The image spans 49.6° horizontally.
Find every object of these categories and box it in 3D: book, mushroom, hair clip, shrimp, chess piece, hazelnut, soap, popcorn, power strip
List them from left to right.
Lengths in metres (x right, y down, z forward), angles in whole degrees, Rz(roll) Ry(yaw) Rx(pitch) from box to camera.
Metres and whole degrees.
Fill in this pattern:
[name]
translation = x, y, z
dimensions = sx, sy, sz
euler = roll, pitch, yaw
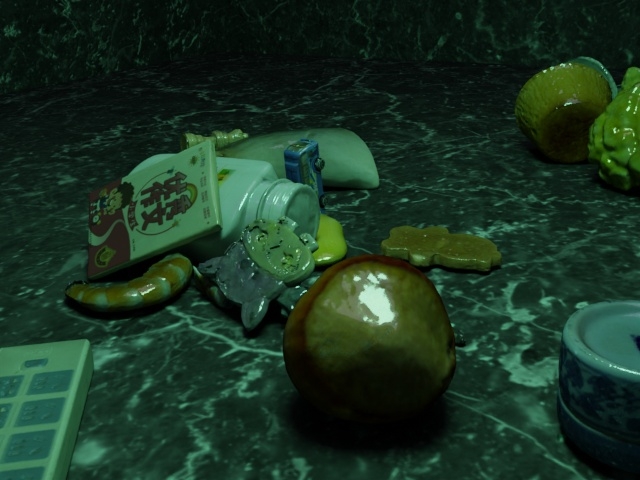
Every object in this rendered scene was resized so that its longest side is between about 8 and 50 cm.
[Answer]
[power strip]
translation = -0.291, 0.194, 0.660
dimensions = 0.106, 0.043, 0.367
euler = -5, 22, -8
[shrimp]
translation = -0.274, 0.061, 0.993
dimensions = 0.166, 0.049, 0.161
euler = -1, 22, 22
[book]
translation = -0.256, -0.046, 1.050
dimensions = 0.231, 0.022, 0.162
euler = -21, 58, 17
[chess piece]
translation = -0.256, -0.244, 1.708
dimensions = 0.171, 0.060, 0.060
euler = -11, 24, -29
[hair clip]
translation = -0.066, 0.042, 0.919
dimensions = 0.146, 0.056, 0.187
euler = -41, 57, -9
[mushroom]
translation = -0.089, -0.143, 1.365
dimensions = 0.396, 0.126, 0.177
euler = -10, 32, -28
[soap]
translation = 0.000, 0.000, 1.116
dimensions = 0.089, 0.033, 0.168
euler = -1, 24, 5
[hazelnut]
translation = 0.056, 0.106, 0.705
dimensions = 0.182, 0.182, 0.182
euler = -2, 22, 1
[popcorn]
translation = 0.643, -0.208, 1.324
dimensions = 0.250, 0.235, 0.242
euler = -21, 45, -12

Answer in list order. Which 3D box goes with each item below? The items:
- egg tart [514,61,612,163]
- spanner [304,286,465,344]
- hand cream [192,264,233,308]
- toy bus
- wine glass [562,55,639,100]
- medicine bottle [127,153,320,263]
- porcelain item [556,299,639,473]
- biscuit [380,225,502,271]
[egg tart]
translation = 0.544, -0.272, 1.539
dimensions = 0.215, 0.215, 0.171
euler = 1, 37, 9
[spanner]
translation = 0.064, 0.099, 0.893
dimensions = 0.254, 0.015, 0.054
euler = 13, 26, 33
[hand cream]
translation = -0.154, 0.068, 0.973
dimensions = 0.022, 0.035, 0.102
euler = -25, 36, -31
[toy bus]
translation = -0.025, -0.095, 1.198
dimensions = 0.051, 0.153, 0.061
euler = 16, 34, 38
[wine glass]
translation = 0.791, -0.393, 1.740
dimensions = 0.405, 0.267, 0.267
euler = -18, 27, -24
[medicine bottle]
translation = -0.164, -0.049, 1.098
dimensions = 0.324, 0.124, 0.179
euler = 6, 50, 30
[porcelain item]
translation = 0.299, 0.136, 0.649
dimensions = 0.147, 0.114, 0.147
euler = -4, 22, 1
[biscuit]
translation = 0.186, 0.012, 1.080
dimensions = 0.183, 0.027, 0.133
euler = 3, 22, 9
